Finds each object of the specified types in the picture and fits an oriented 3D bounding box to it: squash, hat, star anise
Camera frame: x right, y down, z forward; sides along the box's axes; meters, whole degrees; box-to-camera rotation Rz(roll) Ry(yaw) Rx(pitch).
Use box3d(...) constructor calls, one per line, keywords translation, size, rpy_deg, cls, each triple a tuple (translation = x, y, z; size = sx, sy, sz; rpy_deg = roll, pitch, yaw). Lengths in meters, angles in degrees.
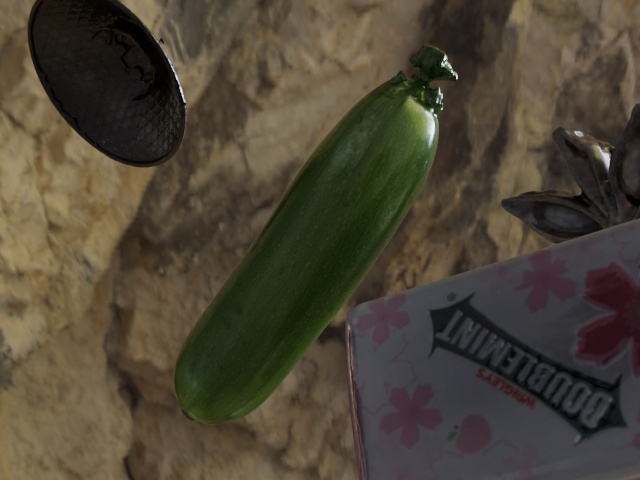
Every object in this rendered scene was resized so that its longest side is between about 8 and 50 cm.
box3d(translation=(0.000, 0.000, 1.140), size=(0.101, 0.101, 0.378), rpy_deg=(35, -91, 22), cls="squash")
box3d(translation=(-0.181, -0.171, 1.277), size=(0.193, 0.193, 0.082), rpy_deg=(28, -131, 20), cls="hat")
box3d(translation=(0.291, -0.007, 1.211), size=(0.223, 0.109, 0.236), rpy_deg=(-9, -82, 36), cls="star anise")

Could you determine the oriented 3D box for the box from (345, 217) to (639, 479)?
box3d(translation=(0.206, 0.087, 0.925), size=(0.370, 0.112, 0.190), rpy_deg=(-20, -121, 21), cls="box")
